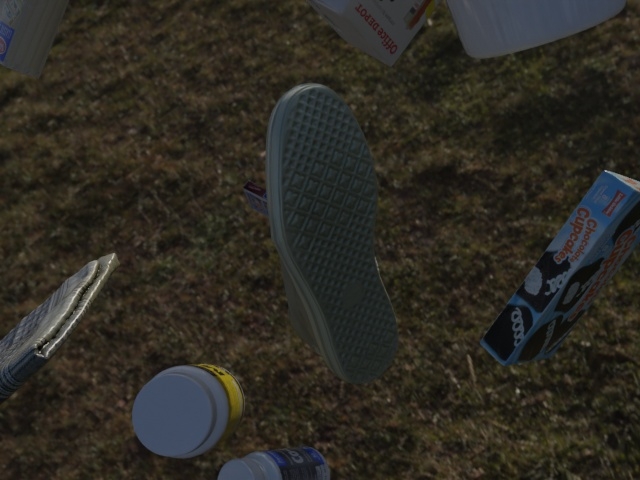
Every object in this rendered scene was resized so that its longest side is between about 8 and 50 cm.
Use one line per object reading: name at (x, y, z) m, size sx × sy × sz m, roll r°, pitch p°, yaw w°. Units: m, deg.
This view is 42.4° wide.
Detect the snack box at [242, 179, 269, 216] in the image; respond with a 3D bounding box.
snack box at (-0.057, -0.047, 1.444) m, size 0.178 × 0.064 × 0.022 m, roll 27°, pitch 67°, yaw 26°

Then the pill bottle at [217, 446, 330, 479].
pill bottle at (-0.058, 0.301, 1.030) m, size 0.078 × 0.137 × 0.078 m, roll -7°, pitch 79°, yaw 38°

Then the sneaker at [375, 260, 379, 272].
sneaker at (0.056, 0.015, 1.560) m, size 0.102 × 0.252 × 0.111 m, roll -12°, pitch 28°, yaw 12°

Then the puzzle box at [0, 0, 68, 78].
puzzle box at (-0.435, -0.406, 1.166) m, size 0.409 × 0.052 × 0.272 m, roll 33°, pitch 103°, yaw 48°

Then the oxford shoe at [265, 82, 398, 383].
oxford shoe at (0.000, 0.000, 1.136) m, size 0.169 × 0.450 × 0.130 m, roll -28°, pitch 33°, yaw -23°

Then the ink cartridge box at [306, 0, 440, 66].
ink cartridge box at (0.167, -0.624, 1.839) m, size 0.160 × 0.279 × 0.385 m, roll 41°, pitch 97°, yaw 31°

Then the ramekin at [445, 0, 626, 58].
ramekin at (0.325, -0.378, 1.255) m, size 0.277 × 0.135 × 0.277 m, roll -18°, pitch 16°, yaw 5°

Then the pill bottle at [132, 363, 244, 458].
pill bottle at (-0.172, 0.223, 1.092) m, size 0.119 × 0.208 × 0.119 m, roll 0°, pitch 82°, yaw 3°

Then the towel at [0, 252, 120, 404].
towel at (-0.444, 0.164, 1.177) m, size 0.312 × 0.056 × 0.324 m, roll -39°, pitch 14°, yaw 17°

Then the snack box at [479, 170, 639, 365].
snack box at (0.392, 0.048, 1.269) m, size 0.060 × 0.187 × 0.322 m, roll 43°, pitch 113°, yaw 30°
